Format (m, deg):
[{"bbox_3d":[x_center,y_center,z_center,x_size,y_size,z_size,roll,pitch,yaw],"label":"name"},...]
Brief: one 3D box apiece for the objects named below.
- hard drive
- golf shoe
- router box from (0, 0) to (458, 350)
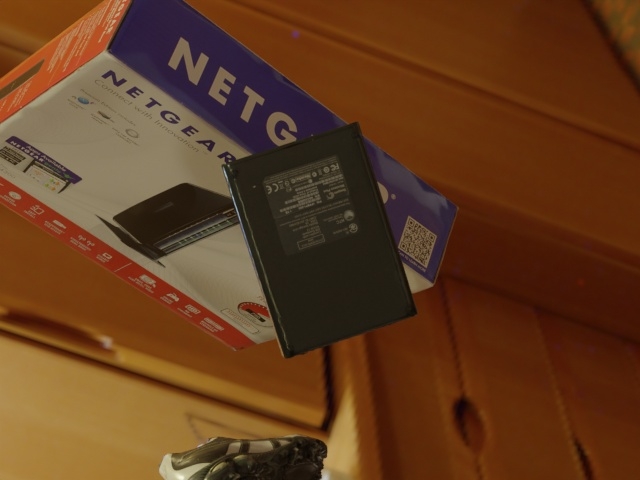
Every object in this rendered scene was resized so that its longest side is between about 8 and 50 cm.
[{"bbox_3d":[0.000,0.000,0.976,0.022,0.094,0.135,-165,58,-82],"label":"hard drive"},{"bbox_3d":[-0.070,0.213,1.418,0.198,0.094,0.077,5,-77,-56],"label":"golf shoe"},{"bbox_3d":[-0.107,-0.047,1.253,0.301,0.335,0.082,-22,40,51],"label":"router box"}]
